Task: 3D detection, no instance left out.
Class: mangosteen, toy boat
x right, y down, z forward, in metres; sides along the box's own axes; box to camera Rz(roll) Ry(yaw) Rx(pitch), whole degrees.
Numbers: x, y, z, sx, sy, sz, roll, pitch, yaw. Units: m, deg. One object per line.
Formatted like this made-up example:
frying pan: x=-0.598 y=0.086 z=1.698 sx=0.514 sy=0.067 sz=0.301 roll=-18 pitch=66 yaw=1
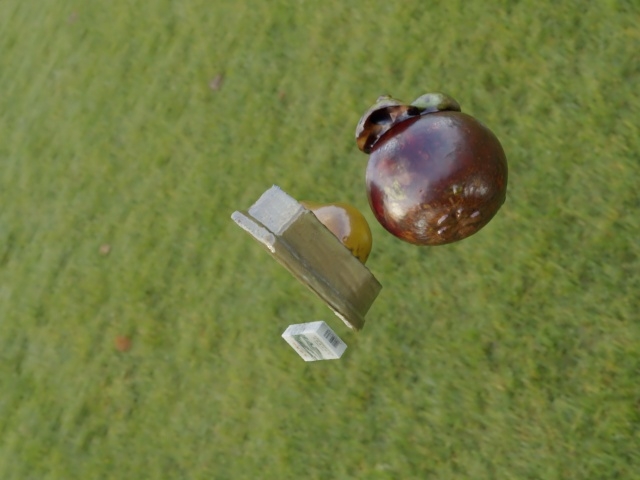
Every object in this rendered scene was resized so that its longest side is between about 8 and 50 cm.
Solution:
mangosteen: x=0.118 y=-0.087 z=1.221 sx=0.146 sy=0.156 sz=0.181 roll=-9 pitch=58 yaw=18
toy boat: x=0.000 y=0.024 z=1.265 sx=0.061 sy=0.188 sz=0.116 roll=-48 pitch=31 yaw=-4

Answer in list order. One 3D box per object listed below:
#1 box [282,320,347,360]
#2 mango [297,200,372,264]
box: x=-0.009 y=0.137 z=1.614 sx=0.083 sy=0.054 sz=0.024 roll=-13 pitch=36 yaw=55
mango: x=0.000 y=0.003 z=1.603 sx=0.178 sy=0.090 sz=0.115 roll=7 pitch=78 yaw=52
